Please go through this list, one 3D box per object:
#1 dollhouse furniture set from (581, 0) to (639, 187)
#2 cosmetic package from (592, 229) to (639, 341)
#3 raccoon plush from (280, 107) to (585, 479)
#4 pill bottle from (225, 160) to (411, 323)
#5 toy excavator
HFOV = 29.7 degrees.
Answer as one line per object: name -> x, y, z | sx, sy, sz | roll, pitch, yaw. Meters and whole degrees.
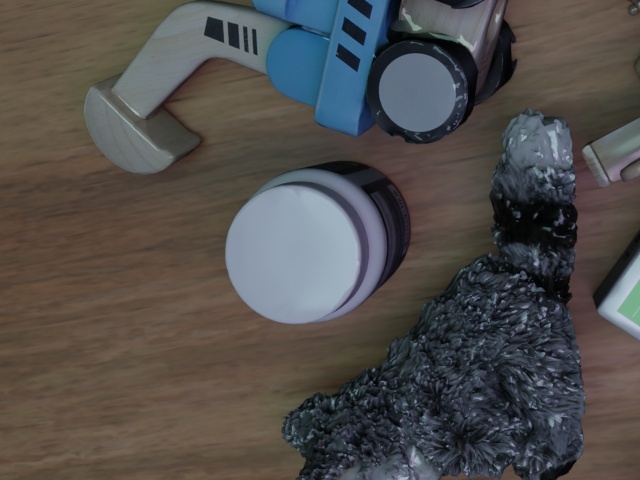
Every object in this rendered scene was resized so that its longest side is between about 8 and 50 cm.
dollhouse furniture set -> 0.272, -0.247, 1.195 | 0.174, 0.303, 0.355 | -29, 89, 15
cosmetic package -> 0.492, 0.093, 1.263 | 0.365, 0.155, 0.197 | 33, 99, 7
raccoon plush -> 0.104, 0.090, 1.283 | 0.299, 0.216, 0.446 | -3, 95, -4
pill bottle -> 0.000, 0.000, 1.290 | 0.161, 0.283, 0.161 | 1, 96, 12
toy excavator -> -0.022, -0.232, 1.311 | 0.445, 0.222, 0.433 | 21, 117, 15
